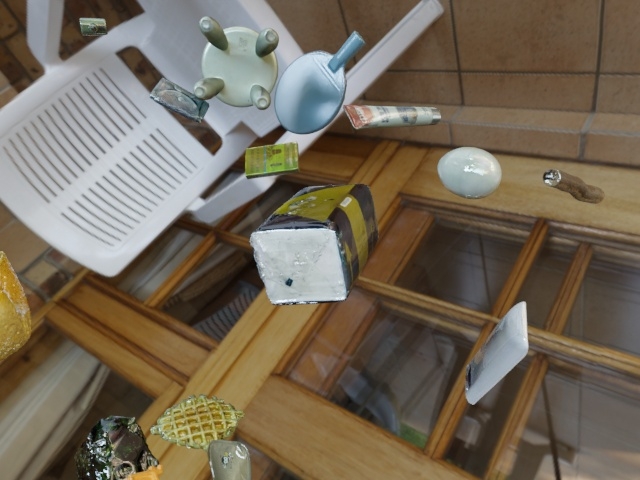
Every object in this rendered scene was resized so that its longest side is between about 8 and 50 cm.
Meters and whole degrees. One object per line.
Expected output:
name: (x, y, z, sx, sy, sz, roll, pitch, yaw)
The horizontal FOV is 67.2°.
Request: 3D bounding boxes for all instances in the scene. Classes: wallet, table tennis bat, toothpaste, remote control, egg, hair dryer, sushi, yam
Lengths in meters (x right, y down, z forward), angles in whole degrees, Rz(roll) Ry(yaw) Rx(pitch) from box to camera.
wallet: (-0.334, -0.336, 1.153, 0.129, 0.088, 0.026, 26, 135, -16)
table tennis bat: (-0.004, -0.440, 1.342, 0.329, 0.044, 0.215, -42, 73, 26)
toothpaste: (0.152, -0.255, 0.995, 0.039, 0.239, 0.062, -52, 55, 51)
remote control: (0.383, 0.257, 1.081, 0.055, 0.109, 0.313, 15, 140, 2)
egg: (0.443, -0.206, 1.450, 0.209, 0.151, 0.151, 32, 156, 46)
hair dryer: (-0.649, -0.611, 1.377, 0.150, 0.071, 0.048, -136, 40, -58)
sushi: (-0.409, 0.474, 0.975, 0.127, 0.124, 0.225, -48, 58, 27)
yam: (0.551, -0.114, 1.043, 0.045, 0.326, 0.045, 41, 115, 36)

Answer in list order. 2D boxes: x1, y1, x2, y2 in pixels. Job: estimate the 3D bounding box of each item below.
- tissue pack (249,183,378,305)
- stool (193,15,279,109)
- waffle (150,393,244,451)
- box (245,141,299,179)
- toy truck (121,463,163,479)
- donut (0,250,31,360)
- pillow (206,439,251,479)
tissue pack: (0.000, 0.000, 1.453, 0.264, 0.416, 0.254, -5, 112, 22)
stool: (-0.194, -0.418, 1.153, 0.195, 0.196, 0.199, 7, -165, -10)
waffle: (-0.339, 0.505, 1.341, 0.214, 0.208, 0.054, 12, 111, 19)
box: (-0.174, -0.289, 1.734, 0.193, 0.122, 0.030, -6, 154, 7)
toy truck: (-0.329, 0.471, 0.726, 0.135, 0.270, 0.114, 17, -154, -48)
donut: (-0.807, 0.121, 1.121, 0.378, 0.163, 0.435, 52, 152, 19)
pillow: (-0.193, 0.553, 1.061, 0.130, 0.218, 0.033, -8, 174, 31)
